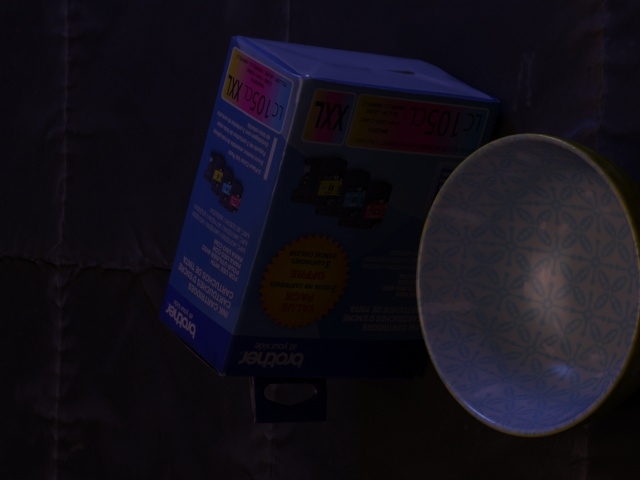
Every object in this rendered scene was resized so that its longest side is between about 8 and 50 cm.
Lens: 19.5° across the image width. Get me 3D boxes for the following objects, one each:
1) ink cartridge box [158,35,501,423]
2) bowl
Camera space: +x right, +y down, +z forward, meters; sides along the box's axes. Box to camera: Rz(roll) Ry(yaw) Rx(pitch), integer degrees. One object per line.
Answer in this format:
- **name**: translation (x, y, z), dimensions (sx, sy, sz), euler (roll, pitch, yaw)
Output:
- **ink cartridge box**: translation (0.000, 0.000, 1.993), dimensions (0.151, 0.270, 0.395), euler (39, 118, 48)
- **bowl**: translation (0.245, 0.041, 1.796), dimensions (0.289, 0.156, 0.289), euler (0, 90, 49)
